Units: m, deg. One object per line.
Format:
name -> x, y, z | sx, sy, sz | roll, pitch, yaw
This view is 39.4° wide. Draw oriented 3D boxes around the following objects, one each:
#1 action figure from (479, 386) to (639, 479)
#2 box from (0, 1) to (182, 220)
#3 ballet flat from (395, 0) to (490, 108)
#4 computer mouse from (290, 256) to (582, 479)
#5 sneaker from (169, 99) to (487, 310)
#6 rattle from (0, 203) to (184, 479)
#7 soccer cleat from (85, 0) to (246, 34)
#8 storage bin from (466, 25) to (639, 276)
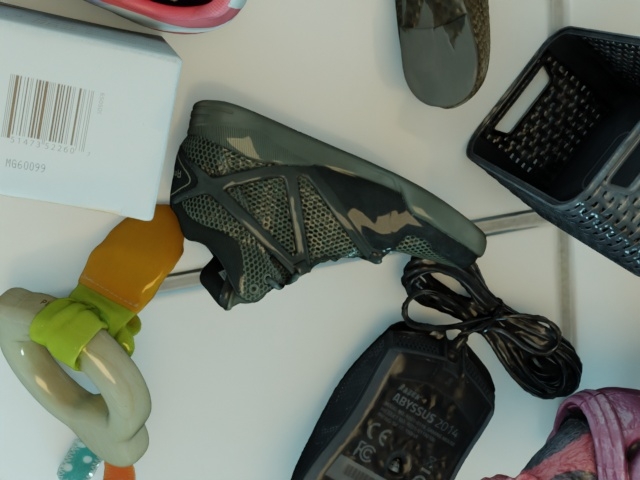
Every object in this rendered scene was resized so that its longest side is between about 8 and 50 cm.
action figure -> 0.292, 0.156, 0.658 | 0.370, 0.248, 0.276 | 2, 106, -20
box -> -0.159, -0.085, 0.530 | 0.130, 0.170, 0.091 | 9, 104, -15
ballet flat -> 0.083, -0.216, 0.610 | 0.084, 0.058, 0.250 | 0, 105, 25
computer mouse -> 0.069, 0.149, 0.715 | 0.188, 0.072, 0.272 | 39, 83, -18
sneaker -> 0.000, 0.000, 0.628 | 0.227, 0.087, 0.130 | 20, 90, -15
rattle -> -0.147, 0.093, 0.665 | 0.130, 0.143, 0.200 | -3, 128, 21
soccer cleat -> -0.185, -0.212, 0.513 | 0.318, 0.116, 0.109 | 23, 101, -19
storage bin -> 0.192, -0.067, 0.609 | 0.084, 0.180, 0.122 | 35, 97, -19
